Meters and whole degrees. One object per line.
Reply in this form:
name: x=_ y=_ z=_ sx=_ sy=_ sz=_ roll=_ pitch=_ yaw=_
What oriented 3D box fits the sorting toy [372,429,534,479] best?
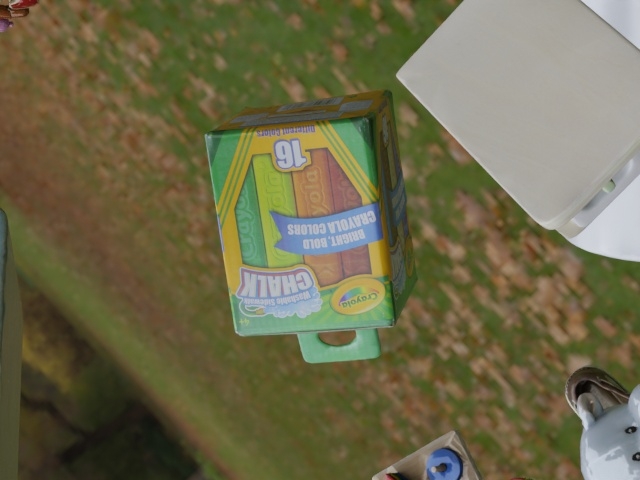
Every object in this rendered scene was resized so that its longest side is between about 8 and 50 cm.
sorting toy: x=0.127 y=0.322 z=1.846 sx=0.046 sy=0.274 sz=0.132 roll=6 pitch=-126 yaw=-58

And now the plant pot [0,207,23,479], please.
plant pot: x=-0.355 y=0.151 z=1.234 sx=0.252 sy=0.247 sz=0.247 roll=86 pitch=178 yaw=-56

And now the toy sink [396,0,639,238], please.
toy sink: x=0.203 y=-0.105 z=1.267 sx=0.131 sy=0.153 sz=0.234 roll=33 pitch=-167 yaw=-47

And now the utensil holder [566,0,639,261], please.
utensil holder: x=0.449 y=-0.203 z=1.983 sx=0.327 sy=0.327 sz=0.385 roll=32 pitch=132 yaw=57

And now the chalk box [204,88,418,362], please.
chalk box: x=0.000 y=0.000 z=1.649 sx=0.179 sy=0.180 sz=0.289 roll=-51 pitch=-47 yaw=-72

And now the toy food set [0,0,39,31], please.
toy food set: x=-0.345 y=-0.248 z=1.613 sx=0.078 sy=0.122 sz=0.019 roll=28 pitch=-132 yaw=-50

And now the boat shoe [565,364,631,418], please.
boat shoe: x=0.419 y=0.265 z=1.976 sx=0.257 sy=0.095 sz=0.095 roll=39 pitch=-176 yaw=12

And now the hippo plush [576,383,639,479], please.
hippo plush: x=0.373 y=0.197 z=1.638 sx=0.236 sy=0.294 sz=0.234 roll=16 pitch=-130 yaw=-41
